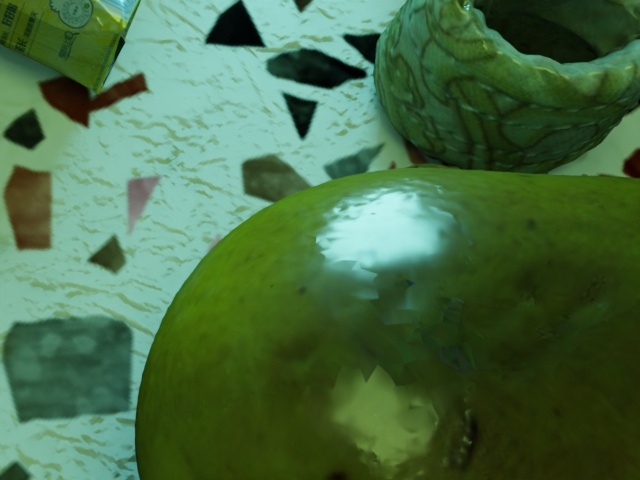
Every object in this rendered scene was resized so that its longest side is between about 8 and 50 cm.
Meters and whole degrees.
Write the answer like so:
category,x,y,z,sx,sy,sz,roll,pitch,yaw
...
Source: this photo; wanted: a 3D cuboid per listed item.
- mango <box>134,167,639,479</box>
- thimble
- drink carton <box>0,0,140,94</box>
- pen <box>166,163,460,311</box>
category,x,y,z,sx,sy,sz,roll,pitch,yaw
mango,0.102,0.080,1.105,0.445,0.220,0.301,-21,61,-38
thimble,0.141,-0.123,1.254,0.190,0.143,0.137,4,63,-17
drink carton,-0.213,-0.171,1.192,0.200,0.084,0.074,23,48,-6
pen,0.000,0.000,1.209,0.233,0.032,0.040,-25,78,-28
